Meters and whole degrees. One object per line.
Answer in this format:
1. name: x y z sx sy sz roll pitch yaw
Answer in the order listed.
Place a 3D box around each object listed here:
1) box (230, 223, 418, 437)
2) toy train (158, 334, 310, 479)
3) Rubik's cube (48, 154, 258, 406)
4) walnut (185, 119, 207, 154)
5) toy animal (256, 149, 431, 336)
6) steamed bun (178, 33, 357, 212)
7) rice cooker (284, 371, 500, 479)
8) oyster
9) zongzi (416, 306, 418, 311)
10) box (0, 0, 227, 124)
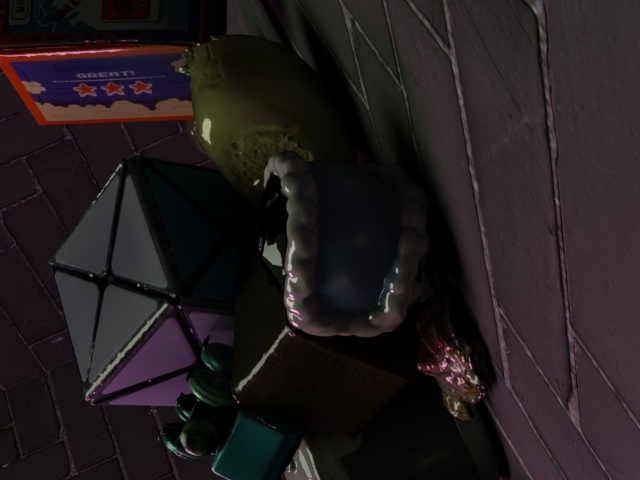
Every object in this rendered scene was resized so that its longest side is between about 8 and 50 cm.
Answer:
1. box: 0.005 0.082 1.454 0.143 0.184 0.273 -53 26 37
2. toy train: -0.099 0.216 1.474 0.163 0.112 0.203 26 -161 -3
3. Rubik's cube: -0.190 0.064 1.632 0.255 0.260 0.259 -49 53 35
4. walnut: -0.159 -0.242 2.162 0.224 0.224 0.224 156 90 -85
5. toy animal: 0.029 -0.011 1.316 0.156 0.204 0.208 111 156 -45
6. steamed bun: -0.055 -0.164 1.594 0.273 0.166 0.232 49 -158 -33
7. rice cooker: 0.081 0.280 1.651 0.288 0.277 0.288 156 90 -87
8. oyster: 0.154 0.150 1.438 0.191 0.081 0.163 64 172 -23
9. zongzi: -0.009 0.081 1.786 0.288 0.286 0.134 -135 44 -63
10. box: -0.315 -0.390 1.856 0.257 0.319 0.348 83 -173 -69
